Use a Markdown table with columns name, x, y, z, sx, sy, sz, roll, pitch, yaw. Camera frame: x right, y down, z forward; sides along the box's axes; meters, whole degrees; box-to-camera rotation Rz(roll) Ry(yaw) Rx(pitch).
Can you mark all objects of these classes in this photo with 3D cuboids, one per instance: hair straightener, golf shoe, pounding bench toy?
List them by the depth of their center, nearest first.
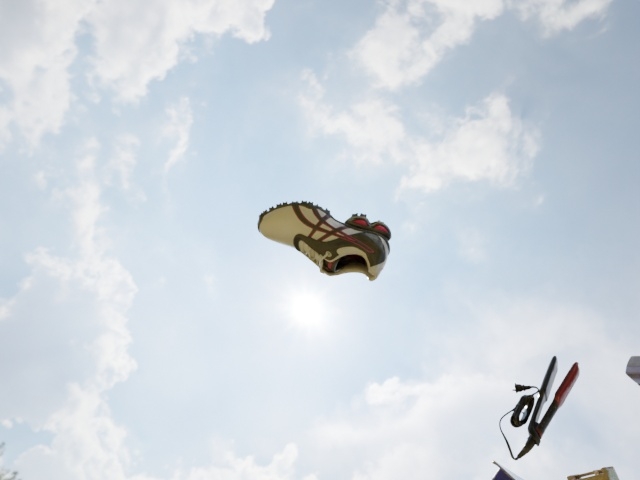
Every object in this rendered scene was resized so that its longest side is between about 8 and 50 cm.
| name | x | y | z | sx | sy | sz | roll | pitch | yaw |
| --- | --- | --- | --- | --- | --- | --- | --- | --- | --- |
| pounding bench toy | 0.403 | 0.371 | 0.703 | 0.065 | 0.083 | 0.052 | -34 | -128 | 30 |
| hair straightener | 0.407 | 0.312 | 0.905 | 0.089 | 0.230 | 0.047 | 14 | -37 | 46 |
| golf shoe | 0.000 | 0.000 | 0.923 | 0.272 | 0.120 | 0.105 | 9 | -41 | 8 |

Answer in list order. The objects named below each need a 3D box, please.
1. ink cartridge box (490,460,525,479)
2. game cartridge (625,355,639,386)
| name | x | y | z | sx | sy | sz | roll | pitch | yaw |
| --- | --- | --- | --- | --- | --- | --- | --- | --- | --- |
| ink cartridge box | 0.505 | 0.617 | 0.963 | 0.071 | 0.330 | 0.324 | -50 | -137 | -2 |
| game cartridge | 0.762 | 0.279 | 0.819 | 0.230 | 0.068 | 0.355 | 35 | -23 | -9 |
